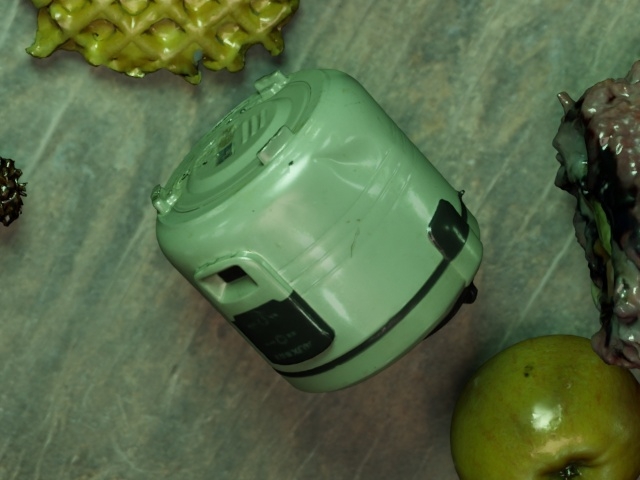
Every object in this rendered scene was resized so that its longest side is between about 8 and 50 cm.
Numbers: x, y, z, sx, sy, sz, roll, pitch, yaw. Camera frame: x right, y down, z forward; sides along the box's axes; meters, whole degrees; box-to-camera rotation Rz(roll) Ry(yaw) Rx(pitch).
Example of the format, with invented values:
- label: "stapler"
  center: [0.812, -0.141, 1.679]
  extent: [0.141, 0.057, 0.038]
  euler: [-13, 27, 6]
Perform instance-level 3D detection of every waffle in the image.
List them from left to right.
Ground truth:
- label: "waffle"
  center: [-0.130, -0.241, 1.474]
  extent: [0.254, 0.052, 0.245]
  euler: [2, 116, -8]

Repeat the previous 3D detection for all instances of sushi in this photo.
- label: "sushi"
  center: [0.288, -0.008, 1.506]
  extent: [0.171, 0.270, 0.236]
  euler: [-4, 144, -6]

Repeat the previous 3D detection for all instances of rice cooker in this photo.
- label: "rice cooker"
  center: [0.000, 0.000, 1.509]
  extent: [0.226, 0.226, 0.244]
  euler: [-39, 115, 12]

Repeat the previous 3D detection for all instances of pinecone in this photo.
- label: "pinecone"
  center: [-0.287, -0.040, 1.539]
  extent: [0.083, 0.077, 0.077]
  euler: [-29, 116, -11]

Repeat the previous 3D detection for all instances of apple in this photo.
- label: "apple"
  center: [0.205, 0.174, 1.644]
  extent: [0.182, 0.155, 0.182]
  euler: [-2, 113, -4]
